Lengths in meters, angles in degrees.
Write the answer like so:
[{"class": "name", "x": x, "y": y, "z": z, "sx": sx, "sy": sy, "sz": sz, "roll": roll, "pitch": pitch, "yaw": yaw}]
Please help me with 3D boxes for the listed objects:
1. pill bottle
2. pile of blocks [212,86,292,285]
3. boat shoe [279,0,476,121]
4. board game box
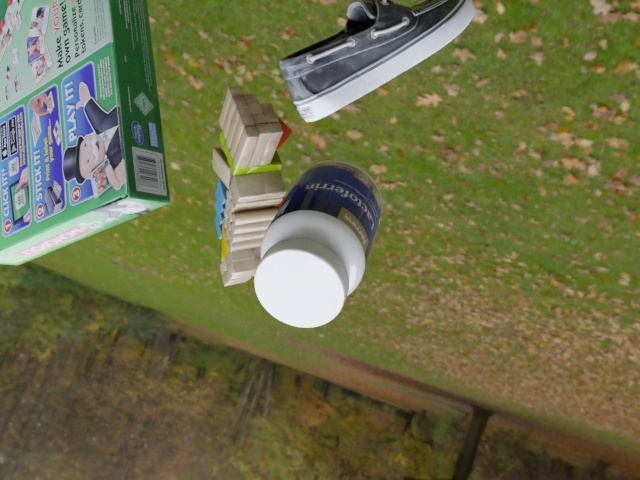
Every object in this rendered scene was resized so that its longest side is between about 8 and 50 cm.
[{"class": "pill bottle", "x": 0.000, "y": 0.000, "z": 1.008, "sx": 0.153, "sy": 0.265, "sz": 0.153, "roll": 7, "pitch": 122, "yaw": 11}, {"class": "pile of blocks", "x": -0.111, "y": -0.087, "z": 1.181, "sx": 0.112, "sy": 0.362, "sz": 0.149, "roll": -8, "pitch": -143, "yaw": -26}, {"class": "boat shoe", "x": 0.077, "y": -0.272, "z": 0.901, "sx": 0.102, "sy": 0.301, "sz": 0.108, "roll": 62, "pitch": 163, "yaw": -22}, {"class": "board game box", "x": -0.240, "y": -0.156, "z": 0.617, "sx": 0.213, "sy": 0.317, "sz": 0.046, "roll": -17, "pitch": 165, "yaw": 33}]
